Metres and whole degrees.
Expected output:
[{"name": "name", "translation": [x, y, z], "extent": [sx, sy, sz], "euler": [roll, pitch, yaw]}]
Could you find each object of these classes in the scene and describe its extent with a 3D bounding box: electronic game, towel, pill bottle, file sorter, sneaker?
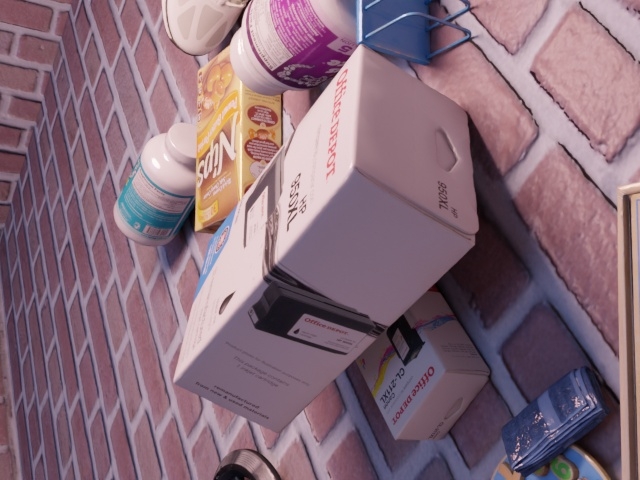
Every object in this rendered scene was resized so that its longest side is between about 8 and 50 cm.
[{"name": "electronic game", "translation": [-0.115, 0.454, 1.358], "extent": [0.229, 0.048, 0.229], "euler": [-2, 87, 52]}, {"name": "towel", "translation": [0.232, 0.181, 0.844], "extent": [0.119, 0.029, 0.067], "euler": [-49, 26, 26]}, {"name": "pill bottle", "translation": [-0.310, -0.116, 1.693], "extent": [0.264, 0.146, 0.146], "euler": [-50, 44, 40]}, {"name": "file sorter", "translation": [0.123, -0.333, 1.070], "extent": [0.104, 0.118, 0.170], "euler": [-16, 71, 52]}, {"name": "sneaker", "translation": [-0.148, -0.504, 1.486], "extent": [0.448, 0.169, 0.257], "euler": [-63, 35, 25]}, {"name": "pill bottle", "translation": [-0.012, -0.320, 1.234], "extent": [0.301, 0.169, 0.169], "euler": [-20, 68, 56]}]

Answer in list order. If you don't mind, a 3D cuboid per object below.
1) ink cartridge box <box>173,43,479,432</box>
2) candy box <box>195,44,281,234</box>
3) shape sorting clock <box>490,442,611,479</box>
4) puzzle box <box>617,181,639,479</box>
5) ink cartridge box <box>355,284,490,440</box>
[{"name": "ink cartridge box", "translation": [0.000, 0.000, 1.036], "extent": [0.395, 0.166, 0.285], "euler": [-49, 22, 33]}, {"name": "candy box", "translation": [-0.149, -0.180, 1.500], "extent": [0.183, 0.087, 0.317], "euler": [-19, 68, 56]}, {"name": "shape sorting clock", "translation": [0.230, 0.303, 0.842], "extent": [0.206, 0.040, 0.206], "euler": [-17, 69, 56]}, {"name": "puzzle box", "translation": [0.359, 0.135, 0.657], "extent": [0.272, 0.052, 0.409], "euler": [-13, 73, 57]}, {"name": "ink cartridge box", "translation": [0.113, 0.139, 1.031], "extent": [0.127, 0.072, 0.175], "euler": [-61, 37, 30]}]
